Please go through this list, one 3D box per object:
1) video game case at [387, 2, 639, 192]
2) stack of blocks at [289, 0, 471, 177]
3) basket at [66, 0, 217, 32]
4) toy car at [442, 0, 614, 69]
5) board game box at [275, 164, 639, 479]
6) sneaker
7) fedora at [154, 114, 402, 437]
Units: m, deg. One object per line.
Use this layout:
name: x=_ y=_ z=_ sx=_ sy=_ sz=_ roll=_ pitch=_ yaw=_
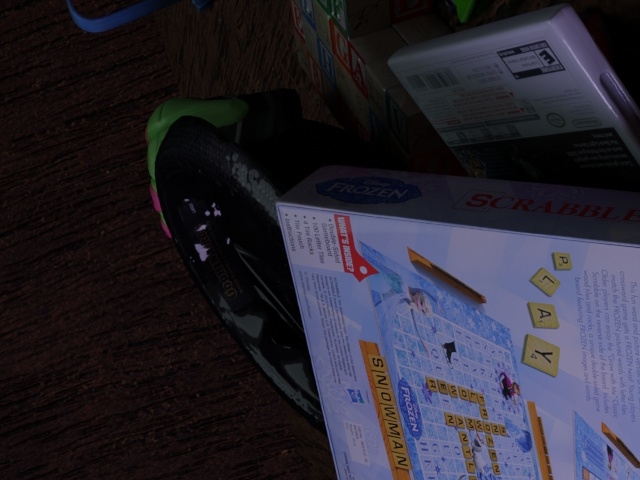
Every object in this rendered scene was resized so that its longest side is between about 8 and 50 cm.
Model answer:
video game case: x=0.143 y=-0.065 z=0.746 sx=0.173 sy=0.022 sz=0.190 roll=51 pitch=161 yaw=-17
stack of blocks: x=0.058 y=-0.172 z=1.062 sx=0.297 sy=0.087 sz=0.171 roll=-120 pitch=16 yaw=-44
basket: x=-0.185 y=-0.387 z=1.373 sx=0.201 sy=0.289 sz=0.255 roll=101 pitch=150 yaw=-67
toy car: x=0.133 y=-0.158 z=0.831 sx=0.239 sy=0.053 sz=0.225 roll=109 pitch=142 yaw=-70
board game box: x=0.143 y=0.117 z=0.729 sx=0.318 sy=0.066 sz=0.319 roll=9 pitch=123 yaw=35
sneaker: x=0.000 y=0.000 z=1.240 sx=0.483 sy=0.202 sz=0.185 roll=45 pitch=-145 yaw=-56
fedora: x=0.008 y=0.014 z=0.981 sx=0.334 sy=0.152 sz=0.334 roll=43 pitch=154 yaw=27
